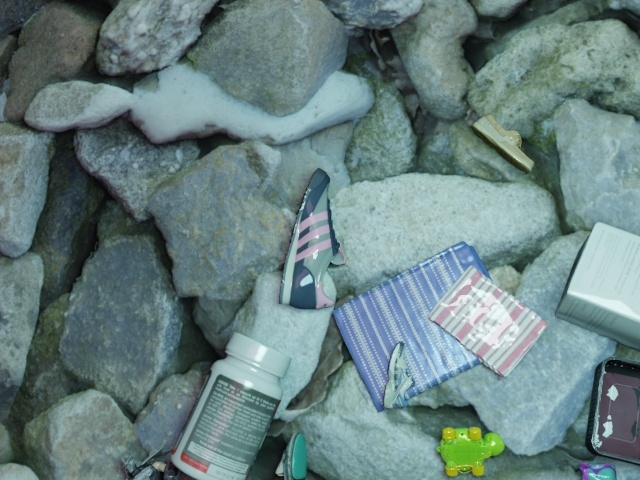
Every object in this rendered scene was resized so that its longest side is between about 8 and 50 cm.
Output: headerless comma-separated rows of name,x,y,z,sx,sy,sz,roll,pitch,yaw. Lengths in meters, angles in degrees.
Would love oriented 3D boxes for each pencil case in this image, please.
pencil case,0.505,0.482,1.213,0.070,0.064,0.152,10,70,-20

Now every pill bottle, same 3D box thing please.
pill bottle,-0.174,0.344,1.367,0.161,0.161,0.283,21,78,18

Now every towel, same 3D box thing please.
towel,0.219,0.176,1.402,0.336,0.040,0.243,-27,71,5
towel,0.333,0.159,1.344,0.197,0.029,0.144,39,86,19

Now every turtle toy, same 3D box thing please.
turtle toy,0.289,0.398,1.291,0.130,0.066,0.095,-4,95,9

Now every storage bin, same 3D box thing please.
storage bin,0.570,0.317,1.243,0.122,0.084,0.180,10,74,16

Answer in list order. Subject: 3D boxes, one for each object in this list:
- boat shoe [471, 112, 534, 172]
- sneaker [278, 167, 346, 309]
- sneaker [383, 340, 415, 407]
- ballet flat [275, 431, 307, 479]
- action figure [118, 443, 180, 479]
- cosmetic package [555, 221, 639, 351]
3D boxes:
boat shoe,0.409,-0.219,1.465,0.059,0.063,0.170,-44,68,3
sneaker,0.000,0.000,1.481,0.131,0.112,0.319,13,78,-1
sneaker,0.163,0.272,1.350,0.058,0.052,0.135,9,85,5
ballet flat,-0.061,0.486,1.350,0.070,0.070,0.189,-8,67,10
action figure,-0.329,0.544,1.374,0.285,0.099,0.185,43,95,25
cosmetic package,0.647,0.129,1.218,0.384,0.217,0.156,22,79,17
